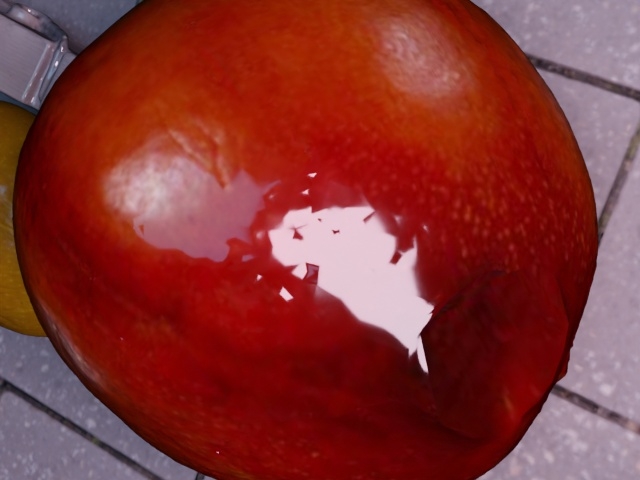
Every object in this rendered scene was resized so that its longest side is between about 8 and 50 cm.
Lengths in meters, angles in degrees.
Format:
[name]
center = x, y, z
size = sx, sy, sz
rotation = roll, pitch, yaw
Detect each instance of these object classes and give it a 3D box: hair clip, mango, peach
[hair clip]
center = -0.266, -0.168, 1.193
size = 0.331, 0.101, 0.085
rotation = 29, 94, 29
[mango]
center = -0.293, -0.032, 1.158
size = 0.359, 0.144, 0.187
rotation = 31, 120, 36
[peach]
center = 0.000, 0.000, 0.857
size = 0.388, 0.388, 0.388
rotation = -5, 81, 31
